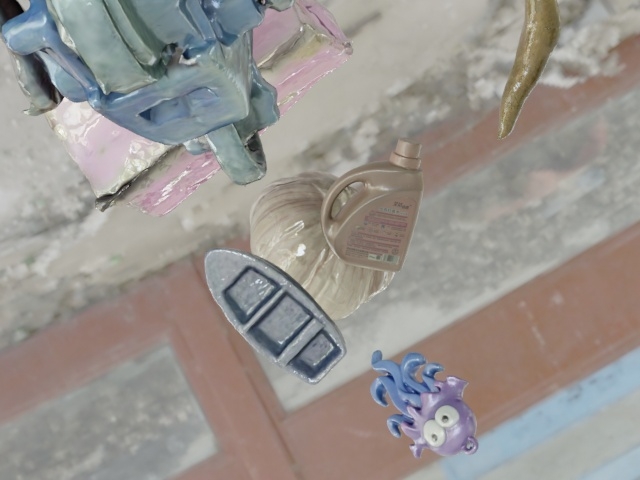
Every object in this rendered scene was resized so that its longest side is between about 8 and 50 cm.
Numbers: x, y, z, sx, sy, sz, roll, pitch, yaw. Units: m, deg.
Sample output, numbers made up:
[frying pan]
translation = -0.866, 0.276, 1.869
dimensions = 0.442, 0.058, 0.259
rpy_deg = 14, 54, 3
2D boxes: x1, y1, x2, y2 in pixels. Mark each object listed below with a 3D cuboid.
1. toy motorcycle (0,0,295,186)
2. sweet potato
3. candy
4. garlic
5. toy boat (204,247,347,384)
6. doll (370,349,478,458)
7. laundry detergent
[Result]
[toy motorcycle]
translation = -0.101, -0.178, 0.795
dimensions = 0.182, 0.241, 0.319
rpy_deg = 5, 169, 15
[sweet potato]
translation = 0.296, -0.259, 1.745
dimensions = 0.069, 0.059, 0.249
rpy_deg = -8, 119, -39
[candy]
translation = -0.118, -0.154, 1.127
dimensions = 0.265, 0.155, 0.116
rpy_deg = -40, 161, 17
[garlic]
translation = 0.000, 0.000, 2.456
dimensions = 0.317, 0.317, 0.259
rpy_deg = -9, 154, -46
[toy boat]
translation = -0.082, 0.113, 2.065
dimensions = 0.127, 0.283, 0.078
rpy_deg = -46, -178, 14
[doll]
translation = 0.121, 0.196, 1.508
dimensions = 0.067, 0.206, 0.110
rpy_deg = 24, 100, -45
[laundry detergent]
translation = 0.091, -0.070, 2.191
dimensions = 0.171, 0.076, 0.237
rpy_deg = 9, 108, -11
